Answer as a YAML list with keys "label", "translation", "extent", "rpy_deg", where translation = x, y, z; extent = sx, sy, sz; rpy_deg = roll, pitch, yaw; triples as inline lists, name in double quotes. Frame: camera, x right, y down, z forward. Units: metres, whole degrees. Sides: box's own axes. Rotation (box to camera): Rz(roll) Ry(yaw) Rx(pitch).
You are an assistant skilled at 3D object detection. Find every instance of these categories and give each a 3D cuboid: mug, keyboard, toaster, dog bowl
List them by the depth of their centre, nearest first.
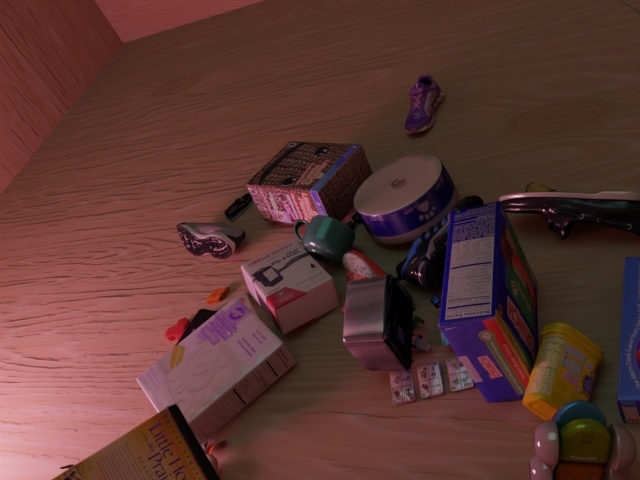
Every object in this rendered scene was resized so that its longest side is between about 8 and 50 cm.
- label: "toaster"
  translation: [0.129, 0.178, 1.590]
  extent: [0.110, 0.185, 0.168]
  rpy_deg: [-10, 54, 22]
- label: "dog bowl"
  translation: [0.226, -0.114, 1.959]
  extent: [0.265, 0.104, 0.265]
  rpy_deg: [-24, 30, 15]
- label: "keyboard"
  translation: [-0.336, 0.263, 1.968]
  extent: [0.108, 0.023, 0.180]
  rpy_deg: [2, 53, 47]
- label: "mug"
  translation: [0.009, 0.004, 1.973]
  extent: [0.158, 0.129, 0.097]
  rpy_deg: [1, 61, 50]

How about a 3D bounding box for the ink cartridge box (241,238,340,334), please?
- label: "ink cartridge box"
  translation: [-0.083, 0.116, 1.919]
  extent: [0.172, 0.100, 0.237]
  rpy_deg: [-27, 35, -15]

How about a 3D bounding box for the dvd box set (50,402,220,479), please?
- label: "dvd box set"
  translation: [-0.396, 0.568, 1.481]
  extent: [0.420, 0.307, 0.062]
  rpy_deg: [-33, -7, 6]

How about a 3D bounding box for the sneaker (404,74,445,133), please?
- label: "sneaker"
  translation: [0.313, -0.433, 2.292]
  extent: [0.095, 0.104, 0.236]
  rpy_deg: [0, 48, 33]

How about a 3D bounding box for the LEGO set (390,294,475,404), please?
- label: "LEGO set"
  translation: [0.240, 0.243, 1.636]
  extent: [0.183, 0.060, 0.244]
  rpy_deg: [-17, 51, 17]

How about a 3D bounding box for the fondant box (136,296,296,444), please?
- label: "fondant box"
  translation: [-0.260, 0.321, 1.804]
  extent: [0.330, 0.096, 0.238]
  rpy_deg: [-39, 43, -14]

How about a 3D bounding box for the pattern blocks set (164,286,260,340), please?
- label: "pattern blocks set"
  translation: [-0.262, 0.220, 2.004]
  extent: [0.325, 0.026, 0.285]
  rpy_deg: [-37, 38, -9]

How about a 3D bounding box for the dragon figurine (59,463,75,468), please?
- label: "dragon figurine"
  translation: [-0.445, 0.582, 1.576]
  extent: [0.085, 0.289, 0.144]
  rpy_deg: [-39, 0, -14]

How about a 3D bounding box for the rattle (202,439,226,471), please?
- label: "rattle"
  translation: [-0.297, 0.503, 1.621]
  extent: [0.130, 0.143, 0.199]
  rpy_deg: [-13, 43, 51]

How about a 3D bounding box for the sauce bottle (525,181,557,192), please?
- label: "sauce bottle"
  translation: [0.565, -0.108, 1.804]
  extent: [0.042, 0.042, 0.128]
  rpy_deg: [-41, 41, -13]

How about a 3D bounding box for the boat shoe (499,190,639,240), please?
- label: "boat shoe"
  translation: [0.578, -0.056, 1.683]
  extent: [0.340, 0.127, 0.113]
  rpy_deg: [2, 91, 26]

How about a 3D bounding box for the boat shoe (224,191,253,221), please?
- label: "boat shoe"
  translation: [-0.265, -0.117, 2.379]
  extent: [0.046, 0.038, 0.125]
  rpy_deg: [19, 59, 45]

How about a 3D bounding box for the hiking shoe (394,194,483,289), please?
- label: "hiking shoe"
  translation: [0.298, -0.010, 1.817]
  extent: [0.132, 0.113, 0.304]
  rpy_deg: [5, 44, 49]

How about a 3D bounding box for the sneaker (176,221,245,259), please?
- label: "sneaker"
  translation: [-0.343, -0.011, 2.280]
  extent: [0.272, 0.100, 0.108]
  rpy_deg: [12, 40, 38]

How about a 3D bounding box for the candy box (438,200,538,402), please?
- label: "candy box"
  translation: [0.353, 0.124, 1.496]
  extent: [0.122, 0.268, 0.317]
  rpy_deg: [-13, 41, 28]

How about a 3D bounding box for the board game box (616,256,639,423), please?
- label: "board game box"
  translation: [0.689, 0.175, 1.366]
  extent: [0.233, 0.078, 0.347]
  rpy_deg: [-5, 44, 30]

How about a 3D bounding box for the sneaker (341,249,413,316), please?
- label: "sneaker"
  translation: [0.094, 0.125, 1.817]
  extent: [0.145, 0.090, 0.270]
  rpy_deg: [-38, 40, -13]

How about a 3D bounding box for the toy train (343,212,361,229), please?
- label: "toy train"
  translation: [0.070, -0.035, 2.067]
  extent: [0.158, 0.027, 0.036]
  rpy_deg: [-42, 36, -14]

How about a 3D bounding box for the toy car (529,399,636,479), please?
- label: "toy car"
  translation: [0.443, 0.350, 1.258]
  extent: [0.159, 0.182, 0.136]
  rpy_deg: [1, 38, 10]

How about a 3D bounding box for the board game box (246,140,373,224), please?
- label: "board game box"
  translation: [-0.029, -0.170, 2.177]
  extent: [0.291, 0.141, 0.232]
  rpy_deg: [9, 46, 40]

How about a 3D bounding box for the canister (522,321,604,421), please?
- label: "canister"
  translation: [0.461, 0.260, 1.391]
  extent: [0.170, 0.126, 0.073]
  rpy_deg: [-61, 11, -31]
